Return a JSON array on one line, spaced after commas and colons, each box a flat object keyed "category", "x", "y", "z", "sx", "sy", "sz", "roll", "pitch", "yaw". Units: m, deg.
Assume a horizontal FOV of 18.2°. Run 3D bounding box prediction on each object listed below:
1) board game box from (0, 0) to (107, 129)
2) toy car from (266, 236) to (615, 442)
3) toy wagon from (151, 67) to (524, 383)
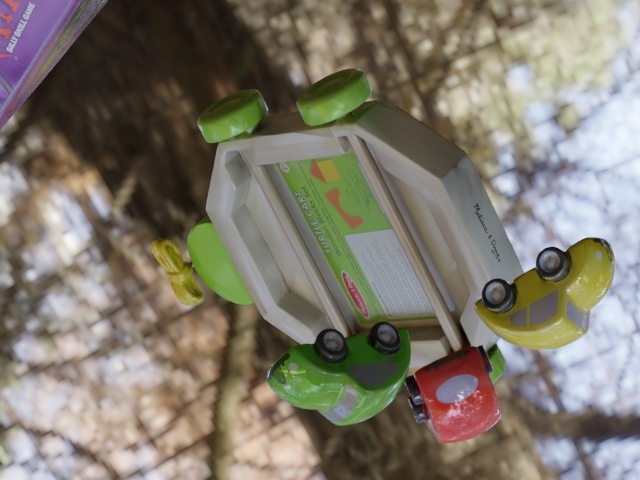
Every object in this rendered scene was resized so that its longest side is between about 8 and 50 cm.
[{"category": "board game box", "x": -0.051, "y": -0.196, "z": 0.821, "sx": 0.347, "sy": 0.056, "sz": 0.208, "roll": -48, "pitch": -168, "yaw": 43}, {"category": "toy car", "x": 0.069, "y": 0.087, "z": 1.330, "sx": 0.225, "sy": 0.239, "sz": 0.053, "roll": -7, "pitch": -119, "yaw": -33}, {"category": "toy wagon", "x": 0.000, "y": 0.000, "z": 1.588, "sx": 0.344, "sy": 0.267, "sz": 0.068, "roll": -5, "pitch": -151, "yaw": 47}]
